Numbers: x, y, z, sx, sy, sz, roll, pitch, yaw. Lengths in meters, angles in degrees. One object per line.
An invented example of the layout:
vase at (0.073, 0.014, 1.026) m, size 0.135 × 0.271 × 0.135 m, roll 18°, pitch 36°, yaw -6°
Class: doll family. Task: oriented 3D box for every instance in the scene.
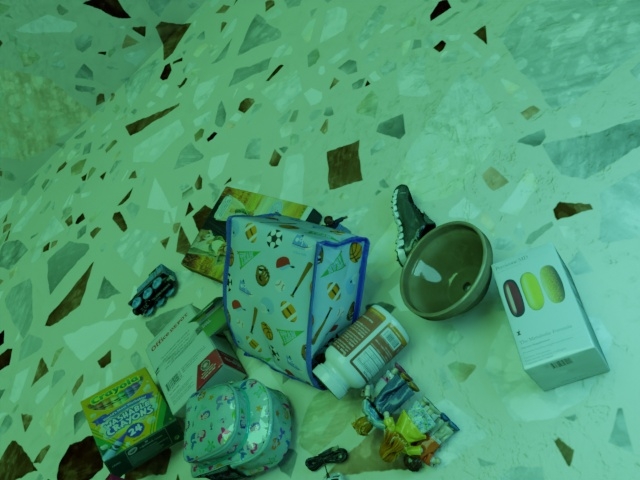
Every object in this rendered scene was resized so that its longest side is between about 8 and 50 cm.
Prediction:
doll family at (0.154, 0.376, 1.355) m, size 0.163 × 0.118 × 0.263 m, roll -47°, pitch 44°, yaw 2°
doll family at (0.000, 0.000, 1.733) m, size 0.193 × 0.111 × 0.076 m, roll -51°, pitch 44°, yaw -3°

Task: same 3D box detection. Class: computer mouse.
computer mouse at (0.029, 0.552, 1.391) m, size 0.106 × 0.042 × 0.192 m, roll -29°, pitch 42°, yaw 13°

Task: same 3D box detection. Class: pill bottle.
pill bottle at (0.090, 0.260, 1.455) m, size 0.216 × 0.121 × 0.121 m, roll -41°, pitch 43°, yaw -10°

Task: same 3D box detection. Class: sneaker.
sneaker at (0.242, -0.047, 1.608) m, size 0.106 × 0.078 × 0.234 m, roll -16°, pitch 57°, yaw 26°

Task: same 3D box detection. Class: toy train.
toy train at (-0.550, 0.167, 2.072) m, size 0.184 × 0.080 × 0.105 m, roll -43°, pitch 36°, yaw 9°

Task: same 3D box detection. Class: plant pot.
plant pot at (0.303, 0.083, 1.428) m, size 0.237 × 0.110 × 0.237 m, roll -34°, pitch 39°, yaw 33°

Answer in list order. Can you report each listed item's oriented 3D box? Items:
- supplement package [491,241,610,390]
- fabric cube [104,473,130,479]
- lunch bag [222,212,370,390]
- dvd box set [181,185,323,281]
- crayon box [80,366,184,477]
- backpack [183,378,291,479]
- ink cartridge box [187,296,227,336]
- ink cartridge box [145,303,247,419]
supplement package at (0.454, 0.151, 1.265) m, size 0.139 × 0.134 × 0.244 m, roll -25°, pitch 49°, yaw 22°
fabric cube at (-0.419, 0.734, 1.425) m, size 0.254 × 0.258 × 0.259 m, roll -53°, pitch 35°, yaw 1°
lunch bag at (-0.071, 0.147, 1.591) m, size 0.328 × 0.239 × 0.385 m, roll 15°, pitch 103°, yaw 41°
dvd box set at (-0.221, 0.003, 1.937) m, size 0.421 × 0.062 × 0.307 m, roll 17°, pitch 73°, yaw 43°
crayon box at (-0.534, 0.483, 1.757) m, size 0.203 × 0.083 × 0.323 m, roll -28°, pitch 33°, yaw -21°
backpack at (-0.202, 0.455, 1.539) m, size 0.254 × 0.191 × 0.225 m, roll -20°, pitch 50°, yaw 20°
ink cartridge box at (-0.269, 0.205, 1.738) m, size 0.109 × 0.209 × 0.062 m, roll -41°, pitch 81°, yaw 9°
ink cartridge box at (-0.353, 0.341, 1.772) m, size 0.197 × 0.114 × 0.273 m, roll -46°, pitch 45°, yaw 4°
